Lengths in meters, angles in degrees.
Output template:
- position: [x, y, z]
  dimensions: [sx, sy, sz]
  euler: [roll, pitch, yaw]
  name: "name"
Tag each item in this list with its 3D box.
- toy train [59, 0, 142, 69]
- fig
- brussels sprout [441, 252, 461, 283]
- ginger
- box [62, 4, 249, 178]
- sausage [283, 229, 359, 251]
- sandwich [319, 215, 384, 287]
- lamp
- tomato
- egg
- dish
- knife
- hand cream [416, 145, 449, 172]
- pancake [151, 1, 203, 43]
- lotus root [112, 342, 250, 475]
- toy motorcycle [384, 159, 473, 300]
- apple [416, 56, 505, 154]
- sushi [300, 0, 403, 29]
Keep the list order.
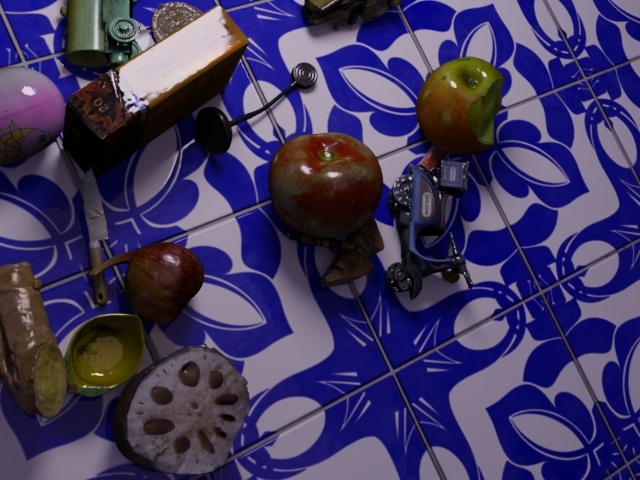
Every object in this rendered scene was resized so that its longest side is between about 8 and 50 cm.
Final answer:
- position: [-0.503, -0.541, 1.717]
  dimensions: [0.189, 0.126, 0.307]
  euler: [2, 76, -19]
  name: "toy train"
- position: [-0.359, 0.069, 1.590]
  dimensions: [0.207, 0.175, 0.175]
  euler: [37, 66, 4]
  name: "fig"
- position: [0.337, 0.068, 1.907]
  dimensions: [0.051, 0.046, 0.083]
  euler: [18, 60, -11]
  name: "brussels sprout"
- position: [-0.590, 0.196, 1.456]
  dimensions: [0.190, 0.126, 0.354]
  euler: [-39, 61, 3]
  name: "ginger"
- position: [-0.367, -0.320, 1.632]
  dimensions: [0.415, 0.264, 0.116]
  euler: [-40, 93, -24]
  name: "box"
- position: [0.000, 0.000, 1.756]
  dimensions: [0.198, 0.028, 0.025]
  euler: [12, 33, 21]
  name: "sausage"
- position: [0.087, 0.035, 1.796]
  dimensions: [0.088, 0.090, 0.244]
  euler: [34, 64, -4]
  name: "sandwich"
- position: [-0.133, -0.337, 1.806]
  dimensions: [0.371, 0.108, 0.130]
  euler: [-31, 87, -24]
  name: "lamp"
- position: [0.010, -0.118, 1.727]
  dimensions: [0.270, 0.223, 0.270]
  euler: [4, 41, -3]
  name: "tomato"
- position: [-0.669, -0.253, 1.546]
  dimensions: [0.271, 0.196, 0.196]
  euler: [-22, 84, -8]
  name: "egg"
- position: [-0.454, 0.240, 1.548]
  dimensions: [0.149, 0.080, 0.208]
  euler: [45, 64, -6]
  name: "dish"
- position: [-0.479, -0.009, 1.596]
  dimensions: [0.047, 0.017, 0.298]
  euler: [-7, 93, 4]
  name: "knife"
- position: [0.314, -0.230, 1.985]
  dimensions: [0.216, 0.038, 0.052]
  euler: [-46, 121, -28]
  name: "hand cream"
- position: [-0.344, -0.517, 1.824]
  dimensions: [0.151, 0.025, 0.152]
  euler: [6, 74, -20]
  name: "pancake"
- position: [-0.295, 0.351, 1.521]
  dimensions: [0.272, 0.192, 0.272]
  euler: [10, 71, -31]
  name: "lotus root"
- position: [0.272, -0.026, 1.847]
  dimensions: [0.212, 0.125, 0.359]
  euler: [5, 79, -3]
  name: "toy motorcycle"
- position: [0.375, -0.351, 1.919]
  dimensions: [0.246, 0.226, 0.246]
  euler: [6, 55, -9]
  name: "apple"
- position: [0.080, -0.651, 1.970]
  dimensions: [0.291, 0.131, 0.139]
  euler: [-20, 60, -17]
  name: "sushi"
